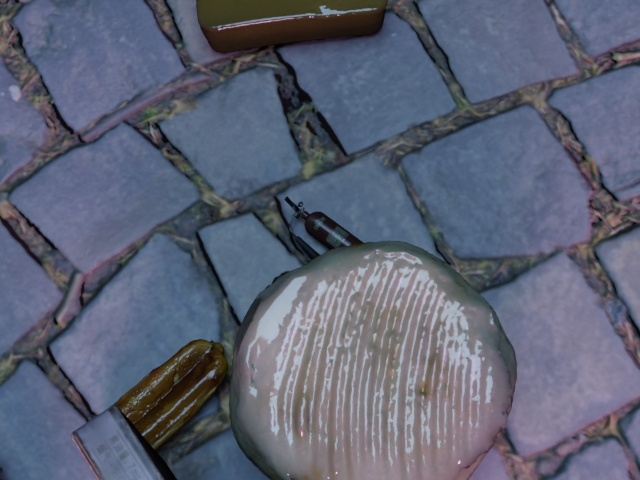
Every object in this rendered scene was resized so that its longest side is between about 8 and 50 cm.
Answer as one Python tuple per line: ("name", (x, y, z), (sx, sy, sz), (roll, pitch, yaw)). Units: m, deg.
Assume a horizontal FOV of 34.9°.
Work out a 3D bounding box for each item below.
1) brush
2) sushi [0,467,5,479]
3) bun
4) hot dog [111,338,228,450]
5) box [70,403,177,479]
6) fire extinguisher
("brush", (-0.032, -0.270, 1.080), (0.197, 0.059, 0.123), (-7, 68, 2))
("sushi", (-0.293, 0.268, 0.810), (0.126, 0.136, 0.225), (-29, 71, 0))
("bun", (0.037, 0.117, 0.852), (0.239, 0.141, 0.239), (-1, 71, 2))
("hot dog", (-0.139, 0.143, 0.909), (0.062, 0.038, 0.144), (40, 72, 22))
("box", (-0.068, 0.283, 0.760), (0.047, 0.180, 0.325), (-34, 67, -12))
("fire extinguisher", (0.001, 0.002, 0.973), (0.100, 0.032, 0.046), (36, 107, 18))
